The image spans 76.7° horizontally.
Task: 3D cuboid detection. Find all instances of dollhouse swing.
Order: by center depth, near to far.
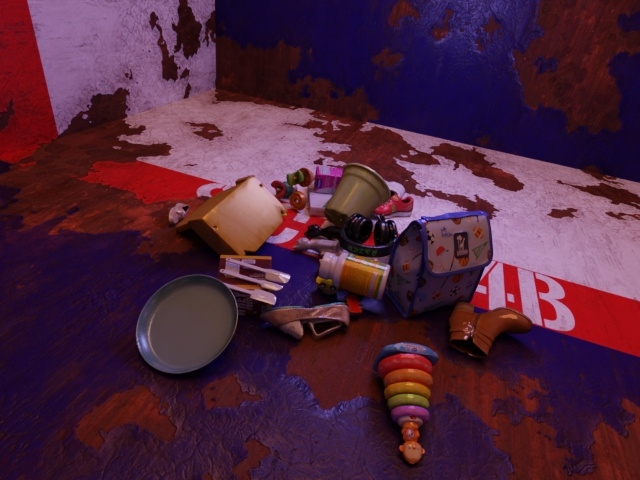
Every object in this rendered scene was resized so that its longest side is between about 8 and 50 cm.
[{"bbox_3d":[-0.406,-0.077,1.805,0.315,0.305,0.347,46,49,-10],"label":"dollhouse swing"}]

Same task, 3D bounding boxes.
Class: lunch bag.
[{"bbox_3d":[0.447,0.075,1.519,0.327,0.386,0.239,-7,35,-24],"label":"lunch bag"}]

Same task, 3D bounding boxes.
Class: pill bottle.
[{"bbox_3d":[0.124,0.123,1.497,0.245,0.137,0.136,16,33,11],"label":"pill bottle"}]

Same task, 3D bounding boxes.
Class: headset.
[{"bbox_3d":[0.225,-0.014,1.773,0.243,0.185,0.394,12,29,17],"label":"headset"}]

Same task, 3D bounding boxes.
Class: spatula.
[{"bbox_3d":[-0.239,0.132,1.376,0.241,0.019,0.168,15,39,9],"label":"spatula"}]

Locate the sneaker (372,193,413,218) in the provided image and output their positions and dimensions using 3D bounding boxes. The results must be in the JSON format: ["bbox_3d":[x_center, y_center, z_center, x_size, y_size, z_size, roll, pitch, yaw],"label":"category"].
[{"bbox_3d":[0.376,-0.193,2.162,0.278,0.119,0.107,-8,35,-24],"label":"sneaker"}]

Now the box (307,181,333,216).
[{"bbox_3d":[0.048,-0.227,2.197,0.232,0.059,0.322,4,34,-8],"label":"box"}]

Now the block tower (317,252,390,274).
[{"bbox_3d":[0.164,0.112,1.669,0.335,0.091,0.097,-2,34,-14],"label":"block tower"}]

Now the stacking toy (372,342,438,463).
[{"bbox_3d":[0.244,0.456,1.130,0.175,0.166,0.302,10,47,-4],"label":"stacking toy"}]

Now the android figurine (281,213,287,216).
[{"bbox_3d":[-0.303,-0.137,1.983,0.272,0.056,0.248,14,33,12],"label":"android figurine"}]

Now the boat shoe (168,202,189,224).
[{"bbox_3d":[-0.656,-0.128,1.878,0.059,0.063,0.170,2,32,0],"label":"boat shoe"}]

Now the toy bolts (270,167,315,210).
[{"bbox_3d":[-0.127,-0.264,2.156,0.228,0.219,0.158,-9,3,39],"label":"toy bolts"}]

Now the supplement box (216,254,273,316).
[{"bbox_3d":[-0.271,0.162,1.455,0.191,0.129,0.194,2,33,-10],"label":"supplement box"}]

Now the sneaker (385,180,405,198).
[{"bbox_3d":[0.332,-0.302,2.323,0.304,0.114,0.152,15,32,10],"label":"sneaker"}]

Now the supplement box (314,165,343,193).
[{"bbox_3d":[0.080,-0.324,2.201,0.219,0.111,0.114,5,33,-6],"label":"supplement box"}]

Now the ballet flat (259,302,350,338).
[{"bbox_3d":[-0.044,0.274,1.367,0.315,0.108,0.106,-3,62,-13],"label":"ballet flat"}]

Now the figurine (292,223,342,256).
[{"bbox_3d":[0.000,0.000,1.823,0.209,0.093,0.215,11,33,19],"label":"figurine"}]

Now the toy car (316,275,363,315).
[{"bbox_3d":[0.126,0.194,1.569,0.224,0.053,0.239,-19,42,-36],"label":"toy car"}]

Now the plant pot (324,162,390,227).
[{"bbox_3d":[0.156,-0.185,1.950,0.276,0.276,0.254,27,69,26],"label":"plant pot"}]

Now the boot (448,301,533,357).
[{"bbox_3d":[0.596,0.321,1.422,0.283,0.109,0.220,16,32,16],"label":"boot"}]

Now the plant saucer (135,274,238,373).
[{"bbox_3d":[-0.409,0.256,1.257,0.317,0.044,0.318,-2,58,4],"label":"plant saucer"}]
